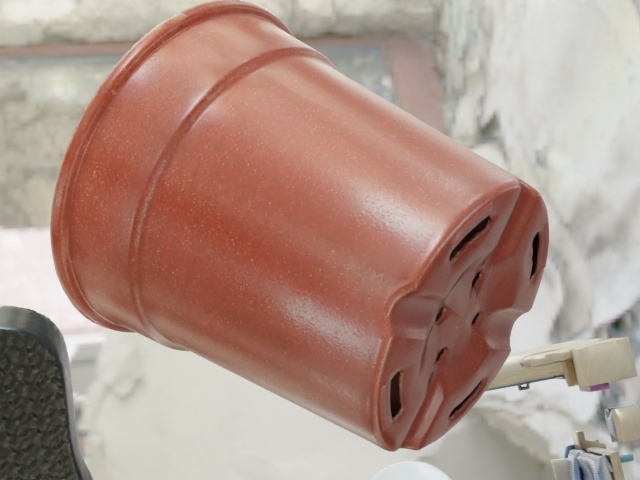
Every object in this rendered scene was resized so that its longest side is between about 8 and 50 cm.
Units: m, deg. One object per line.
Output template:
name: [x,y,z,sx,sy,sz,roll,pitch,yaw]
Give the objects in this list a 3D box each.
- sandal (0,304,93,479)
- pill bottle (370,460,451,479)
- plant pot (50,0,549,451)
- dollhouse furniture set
sandal: [-0.336,0.242,1.489,0.107,0.167,0.446,-95,10,-54]
pill bottle: [0.132,0.412,1.749,0.278,0.162,0.162,77,-179,-56]
plant pot: [0.000,0.000,0.921,0.265,0.272,0.272,28,132,30]
dollhouse furniture set: [0.288,0.288,1.622,0.286,0.198,0.303,103,155,-85]
